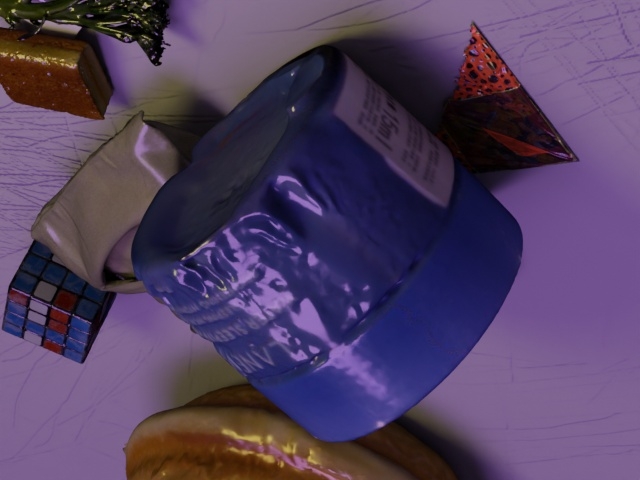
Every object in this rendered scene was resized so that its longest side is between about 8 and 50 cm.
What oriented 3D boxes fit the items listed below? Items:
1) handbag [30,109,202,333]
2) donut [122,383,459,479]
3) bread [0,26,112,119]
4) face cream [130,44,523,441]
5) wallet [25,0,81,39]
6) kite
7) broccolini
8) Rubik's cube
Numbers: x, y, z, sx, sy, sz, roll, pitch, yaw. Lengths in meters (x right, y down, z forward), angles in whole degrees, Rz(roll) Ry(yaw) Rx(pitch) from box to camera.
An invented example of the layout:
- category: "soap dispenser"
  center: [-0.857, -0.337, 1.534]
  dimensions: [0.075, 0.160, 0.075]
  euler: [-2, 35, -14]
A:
- category: "handbag"
  center: [-0.101, 0.015, 1.726]
  dimensions: [0.315, 0.109, 0.253]
  euler: [32, 150, -23]
- category: "donut"
  center: [-0.026, 0.322, 2.031]
  dimensions: [0.448, 0.198, 0.449]
  euler: [18, 146, 12]
- category: "bread"
  center: [-0.235, -0.146, 1.632]
  dimensions: [0.094, 0.035, 0.090]
  euler: [12, 156, 18]
- category: "face cream"
  center: [0.000, 0.000, 1.510]
  dimensions: [0.225, 0.249, 0.249]
  euler: [43, 142, -17]
- category: "wallet"
  center: [-0.242, -0.198, 1.597]
  dimensions: [0.083, 0.011, 0.044]
  euler: [31, 146, -13]
- category: "kite"
  center: [0.152, -0.086, 1.526]
  dimensions: [0.125, 0.008, 0.222]
  euler: [20, 147, 1]
- category: "broccolini"
  center: [-0.249, -0.223, 1.528]
  dimensions: [0.271, 0.062, 0.123]
  euler: [15, 129, 11]
- category: "Rubik's cube"
  center: [-0.256, 0.051, 1.880]
  dimensions: [0.092, 0.092, 0.092]
  euler: [23, 147, -1]
